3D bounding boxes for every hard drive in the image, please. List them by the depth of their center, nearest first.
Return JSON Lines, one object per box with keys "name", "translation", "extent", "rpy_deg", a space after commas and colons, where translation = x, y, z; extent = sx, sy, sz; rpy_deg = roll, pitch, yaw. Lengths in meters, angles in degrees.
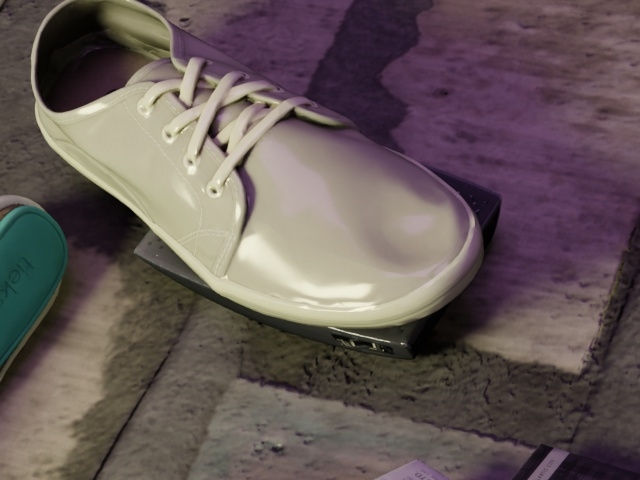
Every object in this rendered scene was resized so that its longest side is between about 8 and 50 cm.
{"name": "hard drive", "translation": [0.000, 0.000, 1.544], "extent": [0.255, 0.054, 0.172], "rpy_deg": [17, 58, 29]}

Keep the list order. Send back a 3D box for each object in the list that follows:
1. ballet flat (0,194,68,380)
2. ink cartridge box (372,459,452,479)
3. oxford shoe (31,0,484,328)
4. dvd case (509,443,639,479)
{"name": "ballet flat", "translation": [-0.335, 0.124, 1.507], "extent": [0.139, 0.139, 0.400], "rpy_deg": [13, 51, 25]}
{"name": "ink cartridge box", "translation": [0.027, 0.243, 1.227], "extent": [0.186, 0.065, 0.311], "rpy_deg": [28, 29, 35]}
{"name": "oxford shoe", "translation": [-0.071, -0.068, 1.503], "extent": [0.449, 0.130, 0.169], "rpy_deg": [31, 63, 34]}
{"name": "dvd case", "translation": [0.215, 0.202, 1.275], "extent": [0.221, 0.018, 0.164], "rpy_deg": [16, 26, 22]}
